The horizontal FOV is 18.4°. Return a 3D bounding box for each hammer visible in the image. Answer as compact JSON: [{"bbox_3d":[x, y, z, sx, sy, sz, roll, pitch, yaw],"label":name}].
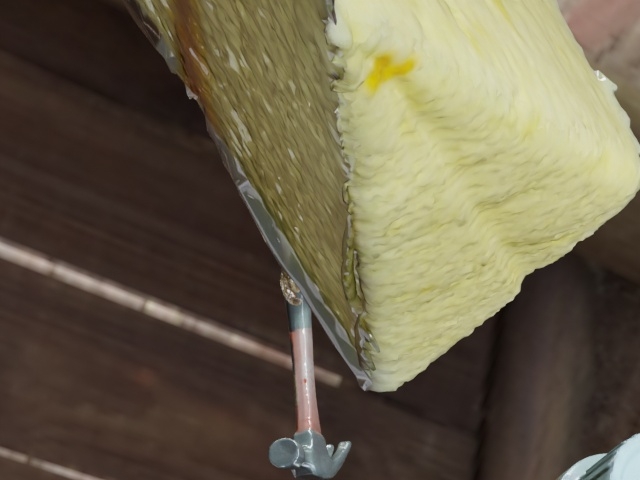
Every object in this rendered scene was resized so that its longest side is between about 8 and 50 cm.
[{"bbox_3d":[-0.018,0.076,1.758,0.033,0.111,0.288,-15,66,23],"label":"hammer"}]

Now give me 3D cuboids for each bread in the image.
[{"bbox_3d":[-0.058,-0.128,0.842,0.242,0.405,0.346,-35,73,24],"label":"bread"}]

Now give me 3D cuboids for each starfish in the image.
[{"bbox_3d":[0.000,0.000,1.392,0.091,0.028,0.078,-47,-13,-34],"label":"starfish"}]

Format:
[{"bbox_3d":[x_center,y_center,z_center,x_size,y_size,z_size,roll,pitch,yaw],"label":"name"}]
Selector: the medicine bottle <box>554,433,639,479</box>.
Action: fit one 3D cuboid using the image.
[{"bbox_3d":[0.180,0.273,1.465,0.318,0.158,0.158,-47,38,44],"label":"medicine bottle"}]
